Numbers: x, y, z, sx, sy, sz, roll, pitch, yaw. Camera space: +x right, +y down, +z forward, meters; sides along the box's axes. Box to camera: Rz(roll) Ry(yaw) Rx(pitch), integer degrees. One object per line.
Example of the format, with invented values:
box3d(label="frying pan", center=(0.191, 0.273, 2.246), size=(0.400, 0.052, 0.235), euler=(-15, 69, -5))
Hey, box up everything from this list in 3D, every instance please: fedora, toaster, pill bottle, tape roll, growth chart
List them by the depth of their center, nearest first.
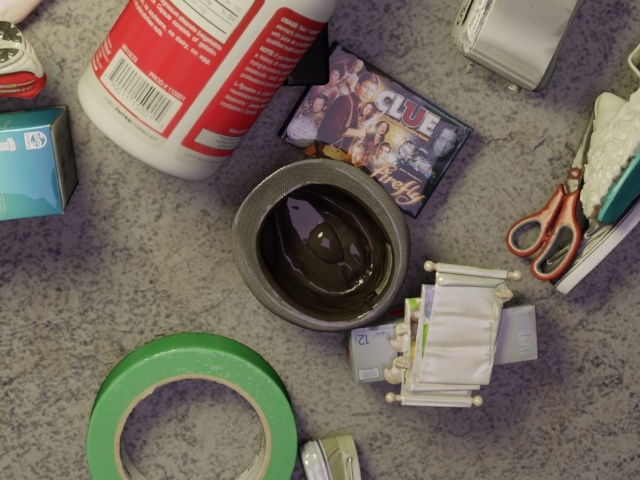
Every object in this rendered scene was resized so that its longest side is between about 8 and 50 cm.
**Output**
box3d(label="pill bottle", center=(-0.125, -0.297, 1.522), size=(0.229, 0.229, 0.407), euler=(34, 110, -13))
box3d(label="toaster", center=(0.286, -0.333, 1.649), size=(0.147, 0.129, 0.226), euler=(21, 102, -9))
box3d(label="fedora", center=(0.000, 0.000, 1.701), size=(0.275, 0.124, 0.243), euler=(42, 97, -15))
box3d(label="growth chart", center=(0.191, 0.142, 1.713), size=(0.172, 0.021, 0.237), euler=(12, 101, -8))
box3d(label="tape roll", center=(-0.197, 0.305, 1.782), size=(0.321, 0.077, 0.321), euler=(-2, 105, -6))

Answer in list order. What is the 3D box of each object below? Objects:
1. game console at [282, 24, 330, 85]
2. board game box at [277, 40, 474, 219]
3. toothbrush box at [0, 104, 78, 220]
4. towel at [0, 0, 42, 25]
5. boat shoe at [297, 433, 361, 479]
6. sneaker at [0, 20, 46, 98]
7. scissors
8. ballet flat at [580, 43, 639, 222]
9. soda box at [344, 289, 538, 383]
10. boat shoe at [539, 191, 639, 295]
box3d(label="game console", center=(-0.051, -0.281, 1.659), size=(0.107, 0.071, 0.122), euler=(1, 95, 39))
box3d(label="board game box", center=(0.082, -0.162, 1.712), size=(0.243, 0.042, 0.165), euler=(30, 99, -13))
box3d(label="toothbrush box", center=(-0.494, -0.099, 1.572), size=(0.296, 0.216, 0.126), euler=(-6, 105, -6))
box3d(label="towel", center=(-0.455, -0.474, 1.564), size=(0.332, 0.053, 0.317), euler=(-41, 105, 5))
box3d(label="boat shoe", center=(0.047, 0.453, 1.834), size=(0.094, 0.109, 0.302), euler=(-16, 103, -4))
box3d(label="sneaker", center=(-0.504, -0.216, 1.578), size=(0.279, 0.107, 0.118), euler=(-1, 147, 21))
box3d(label="scissors", center=(0.391, -0.080, 1.756), size=(0.109, 0.021, 0.297), euler=(36, 97, 28))
box3d(label="ballet flat", center=(0.494, -0.211, 1.709), size=(0.147, 0.147, 0.409), euler=(38, 91, -14))
box3d(label="soda box", center=(0.183, 0.147, 1.774), size=(0.286, 0.098, 0.091), euler=(-7, 103, -5))
box3d(label="boat shoe", center=(0.429, -0.019, 1.779), size=(0.076, 0.080, 0.228), euler=(45, 100, 10))
